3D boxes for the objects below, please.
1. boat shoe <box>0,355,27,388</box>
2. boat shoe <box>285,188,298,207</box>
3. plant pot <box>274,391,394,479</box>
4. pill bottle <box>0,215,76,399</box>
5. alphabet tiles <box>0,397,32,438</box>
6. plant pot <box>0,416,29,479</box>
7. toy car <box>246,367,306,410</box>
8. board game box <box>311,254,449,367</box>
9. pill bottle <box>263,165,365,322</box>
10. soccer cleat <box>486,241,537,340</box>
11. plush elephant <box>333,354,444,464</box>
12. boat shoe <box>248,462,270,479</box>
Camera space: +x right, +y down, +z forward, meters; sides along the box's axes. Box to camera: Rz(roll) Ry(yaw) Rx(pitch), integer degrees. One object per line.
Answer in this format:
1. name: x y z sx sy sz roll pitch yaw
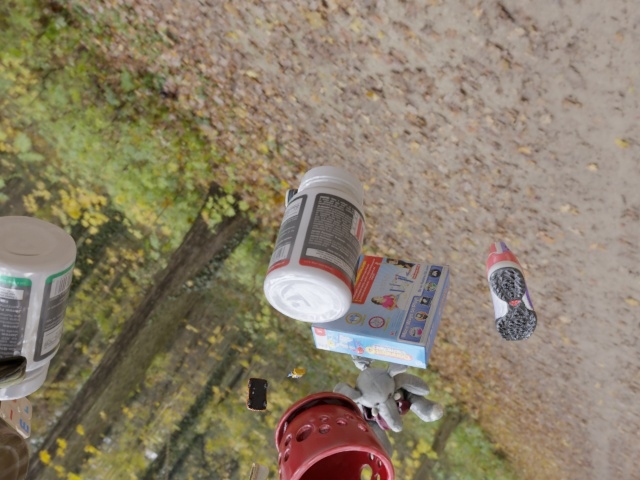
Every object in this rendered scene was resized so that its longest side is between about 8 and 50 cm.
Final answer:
1. boat shoe: -0.547 0.218 0.975 0.056 0.049 0.152 38 -153 22
2. boat shoe: -0.049 -0.055 1.999 0.079 0.255 0.095 -20 167 35
3. plant pot: 0.011 0.376 1.066 0.191 0.191 0.174 43 -175 -29
4. pill bottle: -0.649 0.148 1.289 0.204 0.361 0.204 18 -155 -9
5. alphabet tiles: -0.873 0.409 1.642 0.278 0.021 0.284 54 169 54
6. plant pot: -0.718 0.410 1.128 0.280 0.323 0.323 12 160 16
7. toy car: -0.080 0.268 1.076 0.040 0.121 0.060 -53 50 52
8. board game box: 0.172 0.178 1.652 0.301 0.308 0.086 7 131 22
9. pill bottle: 0.000 0.000 1.499 0.210 0.363 0.210 9 142 7
10. soccer cleat: 0.495 0.141 1.588 0.108 0.117 0.318 -12 132 17
11. plush elephant: 0.183 0.462 1.777 0.330 0.271 0.255 58 -179 14
12. boat shoe: -0.200 0.701 1.703 0.059 0.170 0.063 29 130 1
